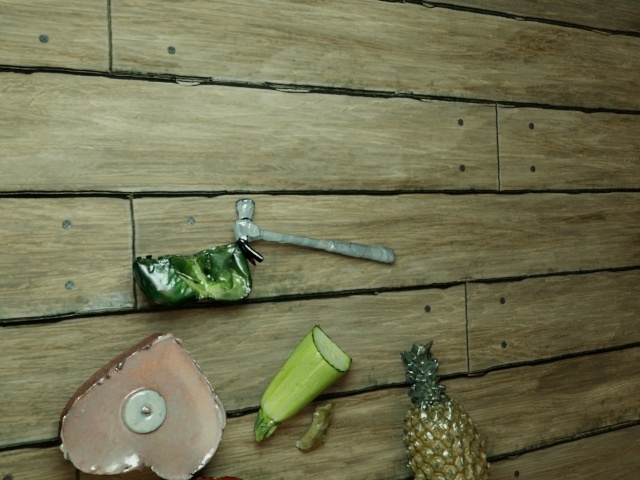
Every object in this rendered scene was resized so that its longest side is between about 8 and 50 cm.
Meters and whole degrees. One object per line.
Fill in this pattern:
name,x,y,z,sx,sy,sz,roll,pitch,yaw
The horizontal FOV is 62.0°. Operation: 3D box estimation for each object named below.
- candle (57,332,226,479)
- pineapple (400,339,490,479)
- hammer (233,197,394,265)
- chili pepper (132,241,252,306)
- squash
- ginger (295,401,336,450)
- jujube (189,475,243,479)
candle,-0.358,0.331,1.090,0.317,0.131,0.287,12,79,-31
pineapple,0.287,0.433,1.320,0.202,0.202,0.362,-12,87,-22
hammer,0.000,0.001,1.262,0.427,0.044,0.152,7,60,-28
chili pepper,-0.273,0.079,1.118,0.264,0.116,0.148,-2,65,-44
squash,-0.060,0.329,1.209,0.287,0.137,0.137,-43,105,-15
ginger,-0.005,0.442,1.276,0.057,0.044,0.137,33,83,-49
jujube,-0.228,0.583,1.113,0.250,0.174,0.174,13,85,-22
